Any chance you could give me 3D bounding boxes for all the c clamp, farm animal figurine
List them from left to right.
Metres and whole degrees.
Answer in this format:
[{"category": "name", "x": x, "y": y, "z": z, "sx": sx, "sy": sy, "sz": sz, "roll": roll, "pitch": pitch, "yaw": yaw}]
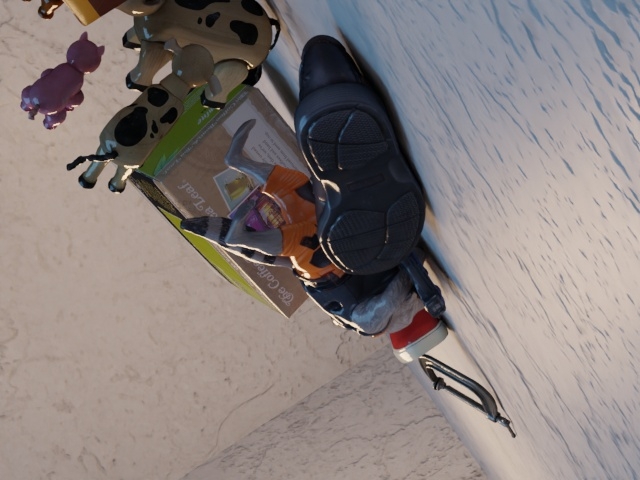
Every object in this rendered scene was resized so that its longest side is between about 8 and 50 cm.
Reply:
[{"category": "farm animal figurine", "x": -0.182, "y": -0.233, "z": 1.248, "sx": 0.172, "sy": 0.327, "sz": 0.330, "roll": -46, "pitch": 62, "yaw": 44}, {"category": "c clamp", "x": 0.212, "y": 0.228, "z": 1.622, "sx": 0.160, "sy": 0.022, "sz": 0.137, "roll": 31, "pitch": 161, "yaw": 30}]

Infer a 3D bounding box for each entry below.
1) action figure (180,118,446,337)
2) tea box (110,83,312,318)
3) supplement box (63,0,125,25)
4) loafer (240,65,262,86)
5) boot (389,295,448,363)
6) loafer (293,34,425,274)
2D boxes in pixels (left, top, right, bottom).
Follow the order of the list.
[{"category": "action figure", "x": 0.000, "y": 0.000, "z": 1.371, "sx": 0.330, "sy": 0.178, "sz": 0.341, "roll": 40, "pitch": -169, "yaw": -27}, {"category": "tea box", "x": -0.144, "y": -0.083, "z": 1.856, "sx": 0.329, "sy": 0.220, "sz": 0.323, "roll": 49, "pitch": 169, "yaw": -28}, {"category": "supplement box", "x": -0.205, "y": -0.336, "z": 1.072, "sx": 0.129, "sy": 0.194, "sz": 0.191, "roll": 57, "pitch": 178, "yaw": 5}, {"category": "loafer", "x": -0.164, "y": -0.352, "z": 1.813, "sx": 0.220, "sy": 0.080, "sz": 0.078, "roll": 61, "pitch": -171, "yaw": -20}, {"category": "boot", "x": 0.110, "y": 0.082, "z": 1.670, "sx": 0.176, "sy": 0.088, "sz": 0.244, "roll": 59, "pitch": -178, "yaw": -9}, {"category": "loafer", "x": 0.035, "y": -0.073, "z": 1.039, "sx": 0.302, "sy": 0.109, "sz": 0.095, "roll": 72, "pitch": -174, "yaw": -59}]
